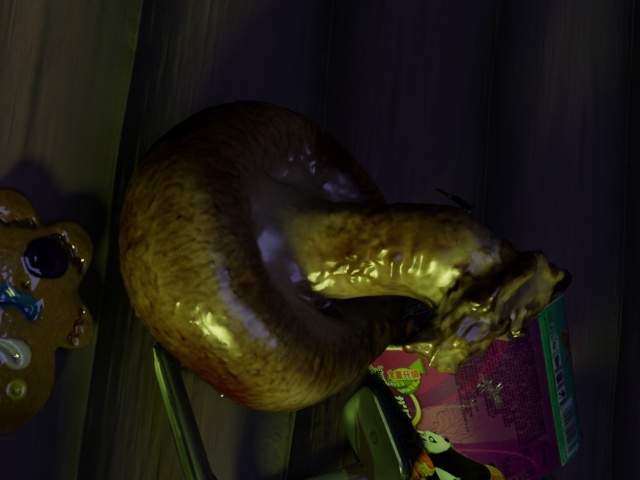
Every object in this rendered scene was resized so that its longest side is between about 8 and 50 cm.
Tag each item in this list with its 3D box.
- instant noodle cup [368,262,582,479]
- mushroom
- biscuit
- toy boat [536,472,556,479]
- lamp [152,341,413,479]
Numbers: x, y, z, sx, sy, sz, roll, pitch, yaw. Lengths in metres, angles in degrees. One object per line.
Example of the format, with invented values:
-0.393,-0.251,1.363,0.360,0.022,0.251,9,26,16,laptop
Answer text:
0.173,0.153,1.605,0.251,0.251,0.190,-25,106,-37,instant noodle cup
-0.018,0.010,1.398,0.331,0.356,0.334,-30,93,-35,mushroom
-0.298,0.072,1.386,0.180,0.039,0.236,29,68,-31,biscuit
0.261,0.389,1.691,0.114,0.122,0.296,-24,87,-15,toy boat
-0.051,0.193,1.521,0.283,0.124,0.203,-4,64,-34,lamp
